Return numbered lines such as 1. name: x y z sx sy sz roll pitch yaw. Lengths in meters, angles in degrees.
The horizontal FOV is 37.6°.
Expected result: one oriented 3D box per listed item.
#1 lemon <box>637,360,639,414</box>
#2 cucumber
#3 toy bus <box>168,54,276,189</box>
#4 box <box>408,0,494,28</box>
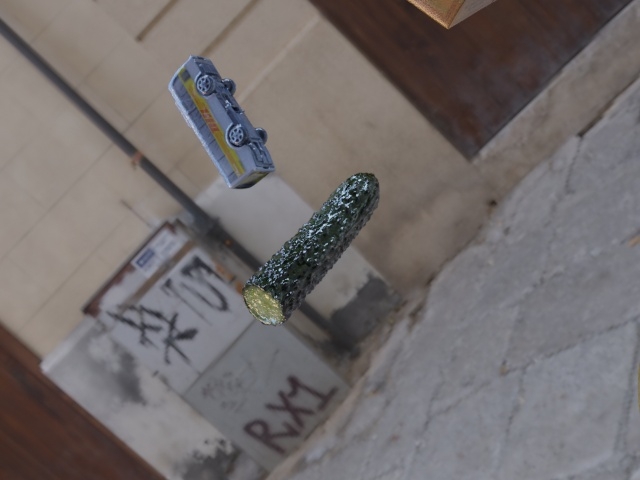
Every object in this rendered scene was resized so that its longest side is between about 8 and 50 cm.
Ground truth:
1. lemon: 0.339 0.099 0.640 0.263 0.236 0.236 -6 -11 -28
2. cucumber: 0.000 0.000 1.639 0.359 0.096 0.096 -48 9 -36
3. toy bus: -0.135 -0.161 1.289 0.075 0.190 0.064 -39 -14 24
4. box: 0.214 -0.460 1.573 0.274 0.174 0.076 -40 -14 -51
